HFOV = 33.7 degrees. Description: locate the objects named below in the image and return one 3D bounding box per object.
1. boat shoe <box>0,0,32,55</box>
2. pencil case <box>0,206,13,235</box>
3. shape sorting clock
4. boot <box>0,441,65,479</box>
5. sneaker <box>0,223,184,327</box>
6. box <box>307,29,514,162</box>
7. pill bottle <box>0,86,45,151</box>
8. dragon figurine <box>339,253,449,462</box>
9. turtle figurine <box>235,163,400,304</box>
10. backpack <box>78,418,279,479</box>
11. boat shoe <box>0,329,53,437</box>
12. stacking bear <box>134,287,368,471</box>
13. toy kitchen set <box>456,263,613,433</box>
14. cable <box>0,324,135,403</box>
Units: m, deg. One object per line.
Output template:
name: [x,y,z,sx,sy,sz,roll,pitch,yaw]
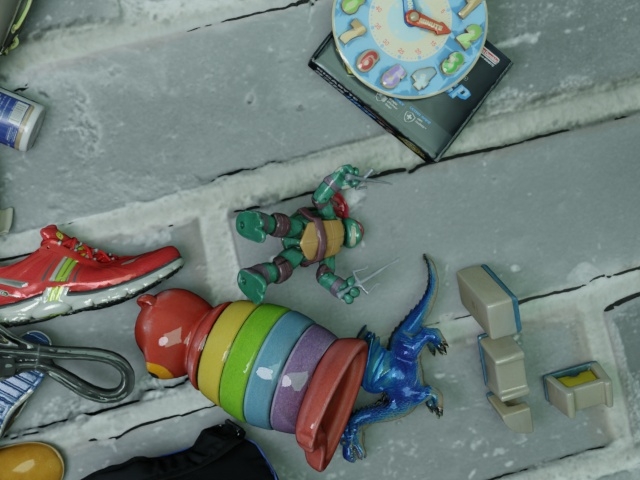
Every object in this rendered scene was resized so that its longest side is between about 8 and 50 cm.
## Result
boat shoe: [-0.406,-0.281,1.297,0.109,0.091,0.305,6,78,31]
pencil case: [-0.595,-0.028,1.281,0.410,0.183,0.160,-11,64,-7]
shape sorting clock: [0.117,-0.287,1.373,0.206,0.040,0.206,0,89,-8]
boot: [-0.455,0.352,1.279,0.295,0.211,0.104,-26,95,-6]
sneaker: [-0.316,0.034,1.346,0.279,0.107,0.118,-12,88,-7]
box: [0.120,-0.238,1.421,0.220,0.051,0.175,39,86,-6]
pill bottle: [-0.418,-0.164,1.344,0.120,0.067,0.067,23,88,-7]
dragon figurine: [0.089,0.160,1.409,0.144,0.085,0.289,4,92,-8]
turtle figurine: [0.000,0.000,1.360,0.234,0.118,0.175,-13,91,-38]
backpack: [-0.173,0.370,1.286,0.263,0.276,0.213,1,110,-24]
boat shoe: [-0.406,0.195,1.354,0.066,0.066,0.183,34,81,-5]
stacking bear: [-0.102,0.149,1.327,0.289,0.175,0.164,20,69,15]
toy kitchen set: [0.295,0.133,1.439,0.166,0.122,0.207,-15,113,-7]
cable: [-0.376,0.139,1.307,0.287,0.072,0.140,0,91,-18]
